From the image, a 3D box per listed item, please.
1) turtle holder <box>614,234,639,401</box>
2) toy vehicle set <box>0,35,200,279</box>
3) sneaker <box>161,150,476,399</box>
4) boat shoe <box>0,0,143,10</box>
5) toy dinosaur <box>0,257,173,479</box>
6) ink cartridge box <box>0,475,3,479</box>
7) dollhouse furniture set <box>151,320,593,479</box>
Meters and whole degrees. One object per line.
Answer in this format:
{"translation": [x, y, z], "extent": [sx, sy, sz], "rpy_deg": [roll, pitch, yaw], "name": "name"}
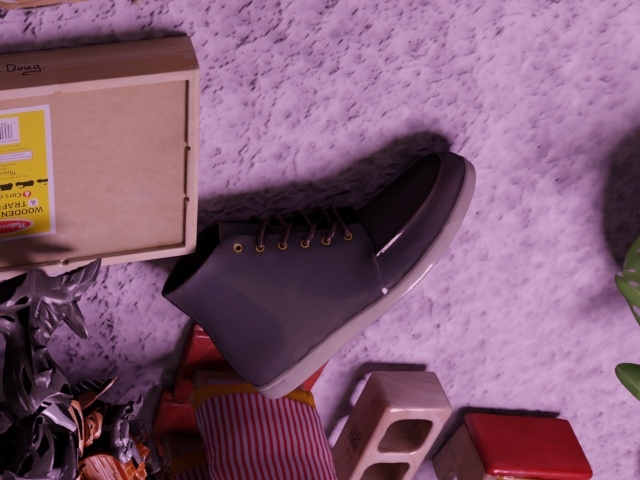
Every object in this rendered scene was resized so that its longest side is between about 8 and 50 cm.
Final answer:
{"translation": [0.381, 0.065, 1.359], "extent": [0.227, 0.320, 0.243], "rpy_deg": [-41, 134, -15], "name": "turtle holder"}
{"translation": [-0.211, -0.044, 1.215], "extent": [0.267, 0.035, 0.166], "rpy_deg": [-7, 136, -14], "name": "toy vehicle set"}
{"translation": [0.000, 0.000, 1.310], "extent": [0.222, 0.083, 0.118], "rpy_deg": [-45, 110, 6], "name": "sneaker"}
{"translation": [-0.106, -0.172, 1.113], "extent": [0.190, 0.068, 0.072], "rpy_deg": [-6, 149, -2], "name": "boat shoe"}
{"translation": [-0.195, 0.137, 1.227], "extent": [0.164, 0.218, 0.322], "rpy_deg": [-15, 175, 6], "name": "toy dinosaur"}
{"translation": [-0.221, 0.251, 1.377], "extent": [0.160, 0.219, 0.093], "rpy_deg": [-40, 134, 19], "name": "ink cartridge box"}
{"translation": [0.066, 0.193, 1.443], "extent": [0.374, 0.201, 0.152], "rpy_deg": [5, 131, -25], "name": "dollhouse furniture set"}
